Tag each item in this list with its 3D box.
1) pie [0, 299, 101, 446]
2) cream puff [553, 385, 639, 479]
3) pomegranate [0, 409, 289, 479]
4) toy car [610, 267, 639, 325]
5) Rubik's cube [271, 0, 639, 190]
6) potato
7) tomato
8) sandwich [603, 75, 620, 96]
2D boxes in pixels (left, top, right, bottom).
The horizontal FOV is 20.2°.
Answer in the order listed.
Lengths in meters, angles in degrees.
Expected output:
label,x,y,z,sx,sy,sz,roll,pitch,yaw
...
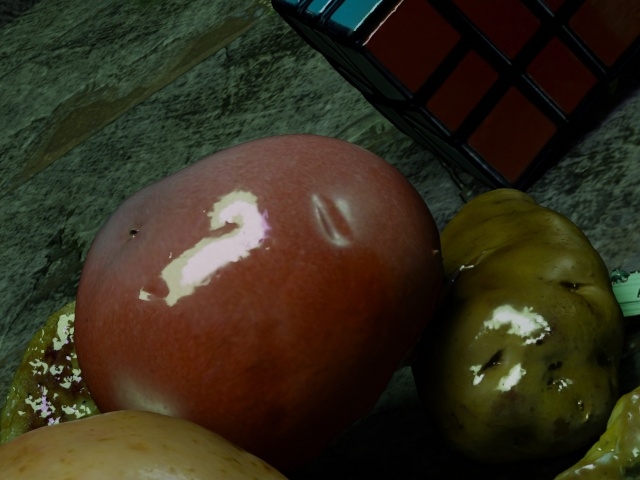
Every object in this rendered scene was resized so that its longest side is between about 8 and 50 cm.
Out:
label,x,y,z,sx,sy,sz,roll,pitch,yaw
pie,-0.195,0.181,1.862,0.288,0.103,0.354,19,83,33
cream puff,0.299,0.220,1.285,0.282,0.185,0.281,-11,70,32
pomegranate,-0.154,0.334,1.407,0.412,0.411,0.411,-27,29,16
toy car,0.310,0.054,1.690,0.122,0.035,0.059,-8,44,38
Rubik's cube,0.160,-0.264,2.042,0.283,0.293,0.288,-47,30,-2
potato,0.175,0.067,1.694,0.369,0.177,0.195,-96,20,-62
tomato,-0.060,0.047,1.613,0.341,0.273,0.341,-46,16,17
sandwich,0.322,-0.194,2.065,0.044,0.031,0.083,-16,34,31
